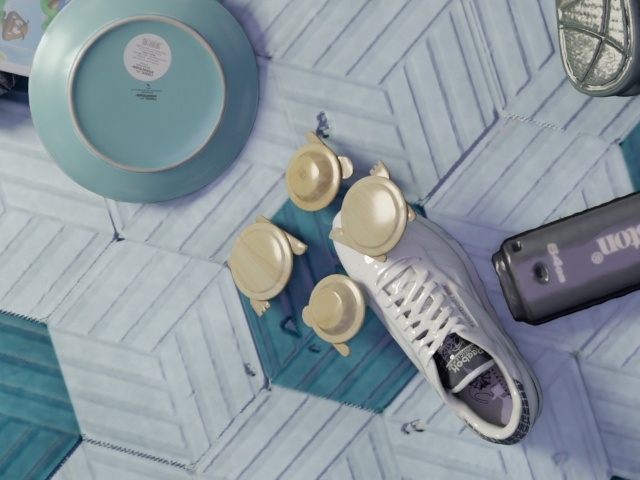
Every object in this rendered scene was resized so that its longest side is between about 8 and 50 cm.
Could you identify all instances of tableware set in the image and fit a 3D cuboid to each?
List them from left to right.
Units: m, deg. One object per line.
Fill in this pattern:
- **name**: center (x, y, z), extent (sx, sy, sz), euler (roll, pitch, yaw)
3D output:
- **tableware set**: center (0.000, 0.000, 1.535), extent (0.141, 0.020, 0.169), euler (39, 110, 32)

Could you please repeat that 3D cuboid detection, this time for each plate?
- **plate**: center (-0.140, -0.119, 1.545), extent (0.188, 0.024, 0.188), euler (-3, 104, -10)

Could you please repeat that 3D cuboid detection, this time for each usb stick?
- **usb stick**: center (0.275, -0.008, 1.517), extent (0.278, 0.045, 0.077), euler (-20, 92, 9)

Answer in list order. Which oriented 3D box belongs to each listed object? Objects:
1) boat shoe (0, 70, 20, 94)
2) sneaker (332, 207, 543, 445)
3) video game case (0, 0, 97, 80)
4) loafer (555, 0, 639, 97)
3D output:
- **boat shoe**: center (-0.259, -0.183, 1.576), extent (0.083, 0.065, 0.183), euler (43, 93, -16)
- **sneaker**: center (0.093, 0.061, 1.523), extent (0.090, 0.095, 0.235), euler (-42, 83, 12)
- **video game case**: center (-0.242, -0.236, 1.518), extent (0.285, 0.025, 0.204), euler (12, 101, -18)
- **loafer**: center (0.231, -0.244, 1.500), extent (0.096, 0.084, 0.268), euler (2, 91, 39)
